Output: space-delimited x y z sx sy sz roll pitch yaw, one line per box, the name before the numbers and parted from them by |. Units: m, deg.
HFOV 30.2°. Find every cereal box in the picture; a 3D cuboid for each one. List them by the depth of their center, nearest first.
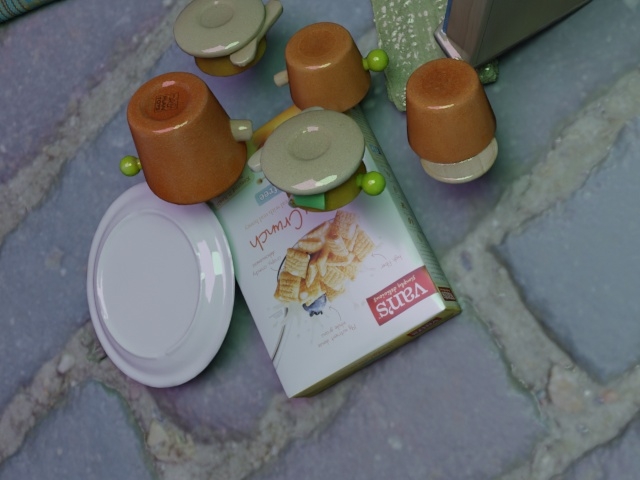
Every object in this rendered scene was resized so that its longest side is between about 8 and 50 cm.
cereal box | 0.000 0.000 1.076 0.173 0.047 0.240 -33 70 20

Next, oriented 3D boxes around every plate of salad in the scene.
plate of salad | -0.152 0.042 1.147 0.200 0.048 0.200 0 89 36

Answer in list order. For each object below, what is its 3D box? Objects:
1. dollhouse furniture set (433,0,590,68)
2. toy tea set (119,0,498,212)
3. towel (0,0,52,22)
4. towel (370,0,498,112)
dollhouse furniture set | 0.135 -0.343 0.941 0.286 0.198 0.303 -31 78 -7
toy tea set | -0.013 -0.092 1.027 0.336 0.124 0.200 21 62 29
towel | -0.341 -0.380 1.269 0.370 0.040 0.271 -14 97 24
towel | 0.099 -0.196 1.060 0.110 0.027 0.148 -17 75 24
